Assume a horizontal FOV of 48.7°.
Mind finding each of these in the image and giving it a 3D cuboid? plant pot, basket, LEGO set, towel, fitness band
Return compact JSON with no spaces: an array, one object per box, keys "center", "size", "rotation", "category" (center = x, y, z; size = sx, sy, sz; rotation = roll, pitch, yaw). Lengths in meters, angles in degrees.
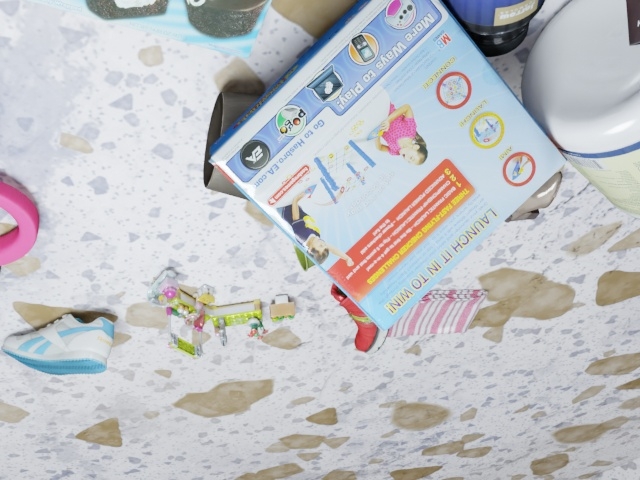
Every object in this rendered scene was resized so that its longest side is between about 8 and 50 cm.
[{"center":[0.000,0.000,1.160],"size":[0.079,0.083,0.083],"rotation":[-17,143,-11],"category":"plant pot"},{"center":[-0.034,-0.113,0.950],"size":[0.226,0.154,0.204],"rotation":[8,138,-17],"category":"basket"},{"center":[-0.180,0.150,1.271],"size":[0.286,0.107,0.132],"rotation":[17,134,-30],"category":"LEGO set"},{"center":[0.230,0.153,1.438],"size":[0.196,0.029,0.144],"rotation":[-1,142,-12],"category":"towel"},{"center":[-0.553,-0.030,1.000],"size":[0.290,0.054,0.209],"rotation":[-1,141,-10],"category":"fitness band"}]

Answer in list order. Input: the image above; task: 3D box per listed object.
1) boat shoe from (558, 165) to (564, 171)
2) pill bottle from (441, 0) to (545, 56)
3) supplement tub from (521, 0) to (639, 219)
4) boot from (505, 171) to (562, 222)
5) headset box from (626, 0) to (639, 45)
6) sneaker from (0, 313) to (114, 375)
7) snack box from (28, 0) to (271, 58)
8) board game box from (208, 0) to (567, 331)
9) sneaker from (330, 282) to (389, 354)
[{"center":[0.318,-0.120,1.101],"size":[0.152,0.048,0.056],"rotation":[7,139,-21],"category":"boat shoe"},{"center":[0.190,-0.305,0.766],"size":[0.122,0.123,0.219],"rotation":[-14,155,4],"category":"pill bottle"},{"center":[0.440,-0.162,0.927],"size":[0.235,0.236,0.324],"rotation":[-36,136,28],"category":"supplement tub"},{"center":[0.335,-0.075,1.172],"size":[0.086,0.042,0.119],"rotation":[10,131,-13],"category":"boot"},{"center":[0.412,-0.355,0.679],"size":[0.217,0.110,0.294],"rotation":[-7,97,-3],"category":"headset box"},{"center":[-0.467,0.185,1.269],"size":[0.228,0.092,0.087],"rotation":[-2,148,21],"category":"sneaker"},{"center":[-0.197,-0.314,0.725],"size":[0.321,0.060,0.187],"rotation":[9,137,-23],"category":"snack box"},{"center":[0.081,-0.103,0.847],"size":[0.308,0.086,0.302],"rotation":[-43,108,4],"category":"board game box"},{"center":[0.077,0.108,1.312],"size":[0.118,0.107,0.279],"rotation":[9,138,5],"category":"sneaker"}]
